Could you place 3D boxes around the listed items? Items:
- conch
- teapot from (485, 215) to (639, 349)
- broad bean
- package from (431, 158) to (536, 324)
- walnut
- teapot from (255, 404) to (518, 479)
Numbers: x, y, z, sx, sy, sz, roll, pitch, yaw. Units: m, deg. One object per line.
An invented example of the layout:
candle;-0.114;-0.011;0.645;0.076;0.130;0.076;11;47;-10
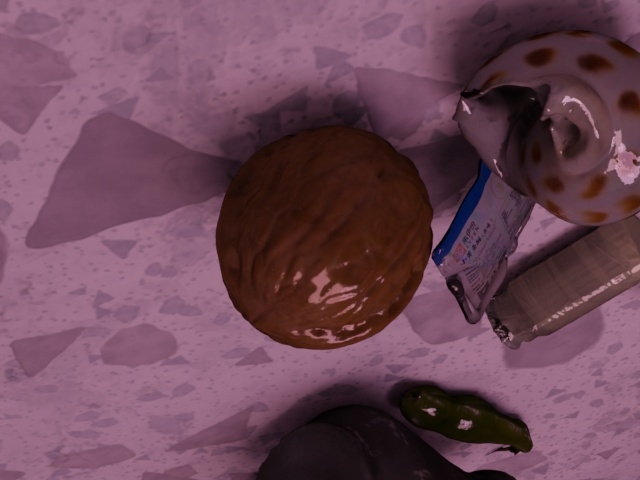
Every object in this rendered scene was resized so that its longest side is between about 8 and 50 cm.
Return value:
conch;0.239;-0.101;1.236;0.149;0.182;0.275;-54;152;-17
teapot;0.291;0.050;1.547;0.200;0.077;0.107;-34;161;27
broad bean;0.203;0.251;1.820;0.098;0.056;0.318;-24;147;22
package;0.169;-0.020;1.339;0.027;0.171;0.173;22;163;30
walnut;0.000;0.000;1.241;0.213;0.213;0.213;-10;146;-7
teapot;0.085;0.386;1.777;0.361;0.306;0.376;22;171;-39
